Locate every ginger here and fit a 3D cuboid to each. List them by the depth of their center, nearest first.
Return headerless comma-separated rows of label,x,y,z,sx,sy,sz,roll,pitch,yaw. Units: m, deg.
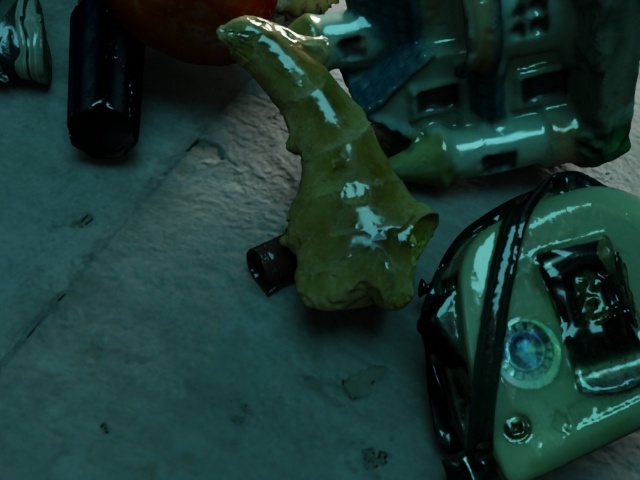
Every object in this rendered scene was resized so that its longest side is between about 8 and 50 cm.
ginger,-0.004,-0.067,0.738,0.131,0.086,0.295,-29,74,2

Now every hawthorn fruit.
hawthorn fruit,-0.141,-0.241,0.807,0.203,0.163,0.163,1,47,-44

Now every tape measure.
tape measure,0.169,0.064,0.662,0.235,0.115,0.207,-22,83,-11

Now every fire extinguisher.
fire extinguisher,0.000,0.000,0.776,0.132,0.039,0.056,-25,93,-25

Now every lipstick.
lipstick,-0.220,-0.258,0.914,0.077,0.077,0.419,-1,53,-9

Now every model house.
model house,0.103,-0.179,0.802,0.324,0.267,0.194,-12,42,-2

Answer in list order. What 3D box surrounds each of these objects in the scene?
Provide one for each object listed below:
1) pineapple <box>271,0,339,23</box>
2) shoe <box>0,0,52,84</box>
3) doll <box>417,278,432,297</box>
pineapple,-0.049,-0.332,0.967,0.176,0.161,0.137,-51,38,-3
shoe,-0.327,-0.220,0.876,0.099,0.071,0.169,-13,60,-14
doll,0.171,0.050,0.751,0.169,0.057,0.109,1,59,-11
